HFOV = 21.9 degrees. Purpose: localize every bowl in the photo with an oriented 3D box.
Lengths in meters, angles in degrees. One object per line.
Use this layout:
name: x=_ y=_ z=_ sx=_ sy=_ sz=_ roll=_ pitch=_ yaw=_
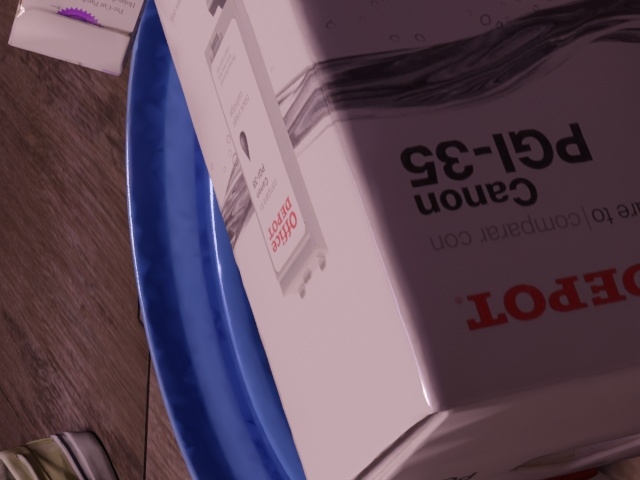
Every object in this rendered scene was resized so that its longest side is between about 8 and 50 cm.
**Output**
bowl: x=0.000 y=0.000 z=0.881 sx=0.391 sy=0.077 sz=0.391 roll=28 pitch=122 yaw=58

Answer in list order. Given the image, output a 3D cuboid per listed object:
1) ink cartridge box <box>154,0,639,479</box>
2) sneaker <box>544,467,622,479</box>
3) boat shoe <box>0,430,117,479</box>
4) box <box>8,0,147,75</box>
ink cartridge box: x=0.067 y=-0.059 z=0.634 sx=0.117 sy=0.207 sz=0.283 roll=-53 pitch=51 yaw=57
sneaker: x=0.088 y=0.146 z=0.688 sx=0.221 sy=0.087 sz=0.128 roll=21 pitch=132 yaw=16
boat shoe: x=-0.195 y=0.278 z=1.390 sx=0.302 sy=0.094 sz=0.109 roll=50 pitch=140 yaw=47
box: x=-0.120 y=-0.212 z=0.971 sx=0.324 sy=0.067 sz=0.063 roll=-89 pitch=20 yaw=-52
